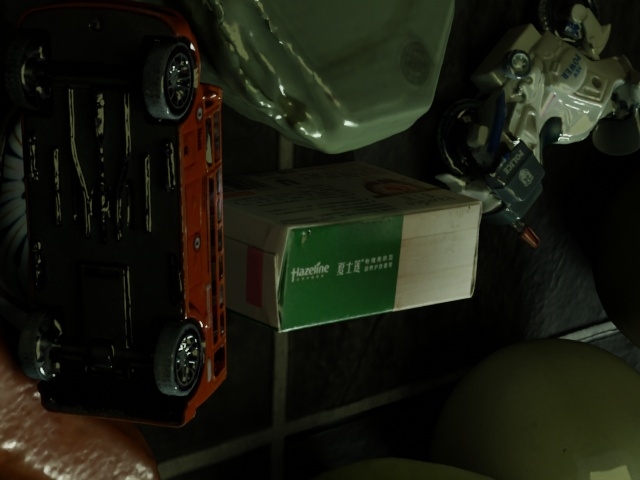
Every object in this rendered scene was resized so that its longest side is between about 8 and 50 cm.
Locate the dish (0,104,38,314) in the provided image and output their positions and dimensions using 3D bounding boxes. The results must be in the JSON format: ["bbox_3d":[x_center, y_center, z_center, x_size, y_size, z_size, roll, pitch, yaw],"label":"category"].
[{"bbox_3d":[-0.160,-0.032,1.228,0.190,0.066,0.191,-16,113,-44],"label":"dish"}]

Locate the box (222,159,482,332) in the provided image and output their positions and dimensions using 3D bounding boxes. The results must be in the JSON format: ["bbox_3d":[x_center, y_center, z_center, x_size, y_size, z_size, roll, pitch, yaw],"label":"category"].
[{"bbox_3d":[0.000,0.000,1.349,0.199,0.135,0.081,-11,112,-41],"label":"box"}]

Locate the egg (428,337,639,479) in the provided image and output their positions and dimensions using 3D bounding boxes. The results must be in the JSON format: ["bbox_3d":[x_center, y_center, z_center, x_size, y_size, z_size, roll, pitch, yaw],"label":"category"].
[{"bbox_3d":[0.200,0.201,1.552,0.219,0.219,0.269,-40,130,-29],"label":"egg"}]

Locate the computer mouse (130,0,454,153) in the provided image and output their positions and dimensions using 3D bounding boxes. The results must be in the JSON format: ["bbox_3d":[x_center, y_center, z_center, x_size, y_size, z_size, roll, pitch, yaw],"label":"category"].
[{"bbox_3d":[-0.066,-0.238,1.201,0.228,0.145,0.429,-47,121,-31],"label":"computer mouse"}]

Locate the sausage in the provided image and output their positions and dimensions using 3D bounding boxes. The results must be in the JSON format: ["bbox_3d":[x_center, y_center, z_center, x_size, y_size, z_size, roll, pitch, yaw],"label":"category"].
[{"bbox_3d":[-0.219,0.091,1.192,0.094,0.097,0.348,-50,135,-5],"label":"sausage"}]

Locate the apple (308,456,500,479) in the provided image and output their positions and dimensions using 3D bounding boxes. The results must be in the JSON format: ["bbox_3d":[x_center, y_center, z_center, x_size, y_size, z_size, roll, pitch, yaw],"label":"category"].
[{"bbox_3d":[0.053,0.346,1.426,0.360,0.311,0.320,43,59,-33],"label":"apple"}]

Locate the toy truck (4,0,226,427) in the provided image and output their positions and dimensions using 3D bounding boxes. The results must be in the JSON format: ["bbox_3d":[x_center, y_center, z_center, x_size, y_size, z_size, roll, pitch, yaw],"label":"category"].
[{"bbox_3d":[-0.115,-0.022,1.144,0.114,0.107,0.253,-33,126,-64],"label":"toy truck"}]

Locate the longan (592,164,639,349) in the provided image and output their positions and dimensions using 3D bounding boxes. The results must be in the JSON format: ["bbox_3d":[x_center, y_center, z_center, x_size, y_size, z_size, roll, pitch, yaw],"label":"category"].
[{"bbox_3d":[0.351,0.025,1.643,0.246,0.215,0.246,-1,93,-21],"label":"longan"}]

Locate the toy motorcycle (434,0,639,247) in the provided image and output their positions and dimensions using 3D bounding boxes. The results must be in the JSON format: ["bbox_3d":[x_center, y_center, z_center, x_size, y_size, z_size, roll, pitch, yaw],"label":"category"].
[{"bbox_3d":[0.183,-0.097,1.529,0.150,0.102,0.221,50,64,-19],"label":"toy motorcycle"}]
